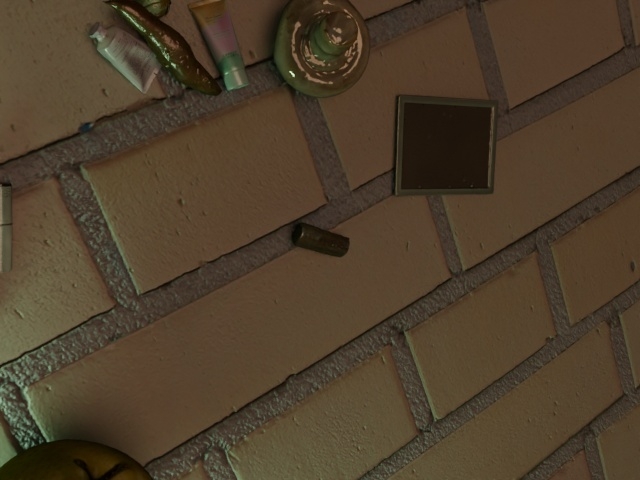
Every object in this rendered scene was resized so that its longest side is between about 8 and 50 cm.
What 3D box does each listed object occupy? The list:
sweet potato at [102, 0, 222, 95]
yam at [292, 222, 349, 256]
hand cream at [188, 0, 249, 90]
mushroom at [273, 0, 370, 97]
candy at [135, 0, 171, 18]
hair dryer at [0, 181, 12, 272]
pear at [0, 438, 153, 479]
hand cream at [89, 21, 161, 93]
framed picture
[{"bbox_3d":[-0.276,-0.351,1.260,0.274,0.067,0.067,41,78,-39],"label":"sweet potato"},{"bbox_3d":[0.000,0.000,1.491,0.132,0.054,0.054,16,90,-31],"label":"yam"},{"bbox_3d":[-0.189,-0.377,1.329,0.076,0.047,0.174,-24,100,-22],"label":"hand cream"},{"bbox_3d":[0.017,-0.394,1.356,0.206,0.209,0.206,16,65,-37],"label":"mushroom"},{"bbox_3d":[-0.320,-0.497,1.235,0.061,0.061,0.202,-20,99,-25],"label":"candy"},{"bbox_3d":[-0.614,-0.022,1.156,0.183,0.044,0.154,-1,98,-24],"label":"hair dryer"},{"bbox_3d":[-0.443,0.532,1.166,0.363,0.362,0.418,13,119,-30],"label":"pear"},{"bbox_3d":[-0.351,-0.338,1.245,0.142,0.053,0.084,34,82,-45],"label":"hand cream"},{"bbox_3d":[0.298,-0.221,1.637,0.297,0.019,0.232,-2,99,-28],"label":"framed picture"}]
